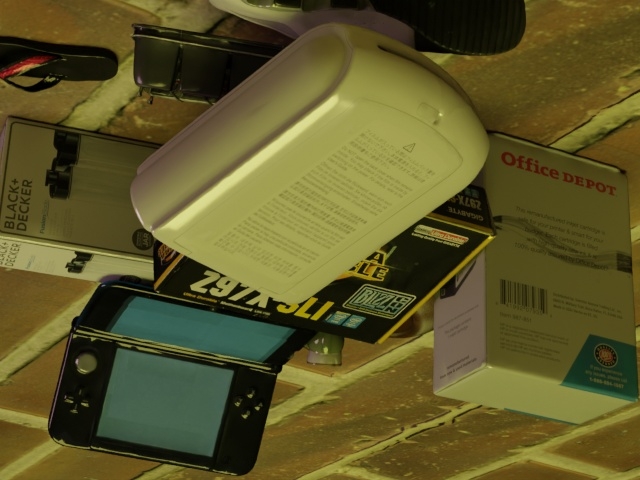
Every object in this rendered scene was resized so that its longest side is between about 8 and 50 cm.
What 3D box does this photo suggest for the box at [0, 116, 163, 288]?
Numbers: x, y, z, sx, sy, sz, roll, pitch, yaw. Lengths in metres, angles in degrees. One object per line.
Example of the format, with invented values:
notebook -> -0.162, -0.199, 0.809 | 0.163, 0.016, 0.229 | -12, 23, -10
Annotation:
box -> -0.262, -0.037, 1.899 | 0.290, 0.169, 0.087 | 11, 153, -16

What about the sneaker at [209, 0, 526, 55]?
sneaker -> 0.042, -0.249, 1.536 | 0.330, 0.122, 0.146 | 11, 169, -18

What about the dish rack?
dish rack -> -0.100, -0.174, 1.669 | 0.208, 0.074, 0.271 | 10, -179, -3

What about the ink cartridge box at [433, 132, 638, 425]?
ink cartridge box -> 0.262, 0.050, 1.886 | 0.223, 0.307, 0.129 | 14, 153, -24

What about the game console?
game console -> -0.182, 0.185, 1.992 | 0.293, 0.250, 0.173 | 13, -176, -16

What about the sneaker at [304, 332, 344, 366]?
sneaker -> 0.003, 0.109, 2.076 | 0.064, 0.086, 0.192 | 3, -171, -6

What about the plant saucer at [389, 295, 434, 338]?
plant saucer -> 0.033, 0.050, 2.058 | 0.310, 0.050, 0.310 | 23, 159, 9

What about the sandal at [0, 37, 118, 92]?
sandal -> -0.319, -0.193, 1.727 | 0.179, 0.040, 0.067 | 2, 154, -2

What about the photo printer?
photo printer -> 0.002, -0.079, 1.537 | 0.307, 0.107, 0.256 | -36, 141, 24

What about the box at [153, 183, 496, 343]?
box -> 0.000, 0.000, 1.795 | 0.322, 0.079, 0.257 | 15, 140, -29
